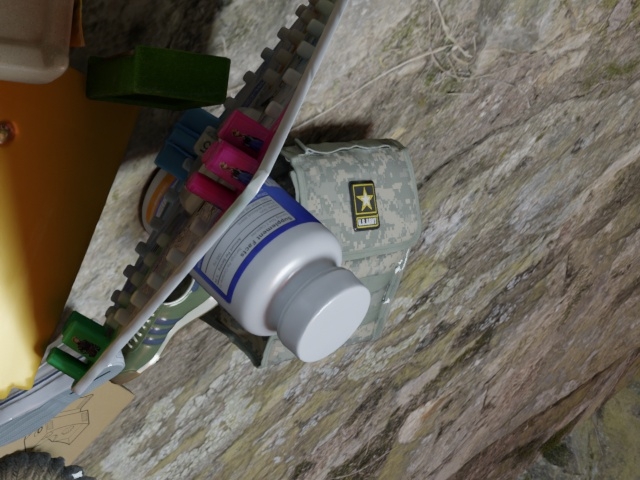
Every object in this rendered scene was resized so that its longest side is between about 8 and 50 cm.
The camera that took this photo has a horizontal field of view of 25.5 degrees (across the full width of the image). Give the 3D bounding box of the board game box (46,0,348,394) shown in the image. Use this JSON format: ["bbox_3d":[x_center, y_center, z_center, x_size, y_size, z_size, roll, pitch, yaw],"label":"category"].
[{"bbox_3d":[-0.109,-0.086,1.372,0.390,0.050,0.390,-45,-163,44],"label":"board game box"}]

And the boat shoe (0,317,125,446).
[{"bbox_3d":[-0.342,0.174,1.683,0.226,0.076,0.083,-29,159,-4],"label":"boat shoe"}]

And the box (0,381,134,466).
[{"bbox_3d":[-0.340,0.228,1.812,0.164,0.021,0.201,-47,153,-3],"label":"box"}]

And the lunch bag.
[{"bbox_3d":[0.000,0.000,1.861,0.235,0.169,0.287,-9,126,-47],"label":"lunch bag"}]

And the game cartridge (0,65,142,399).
[{"bbox_3d":[-0.330,-0.030,1.290,0.285,0.053,0.323,24,87,-48],"label":"game cartridge"}]

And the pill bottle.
[{"bbox_3d":[-0.072,0.014,1.650,0.152,0.272,0.152,-36,151,-24],"label":"pill bottle"}]

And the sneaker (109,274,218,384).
[{"bbox_3d":[-0.214,0.092,1.784,0.192,0.064,0.086,-41,139,-7],"label":"sneaker"}]

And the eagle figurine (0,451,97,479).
[{"bbox_3d":[-0.409,0.404,1.721,0.298,0.226,0.225,-27,-178,7],"label":"eagle figurine"}]

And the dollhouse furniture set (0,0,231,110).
[{"bbox_3d":[-0.231,-0.231,1.235,0.301,0.151,0.197,6,92,-23],"label":"dollhouse furniture set"}]
